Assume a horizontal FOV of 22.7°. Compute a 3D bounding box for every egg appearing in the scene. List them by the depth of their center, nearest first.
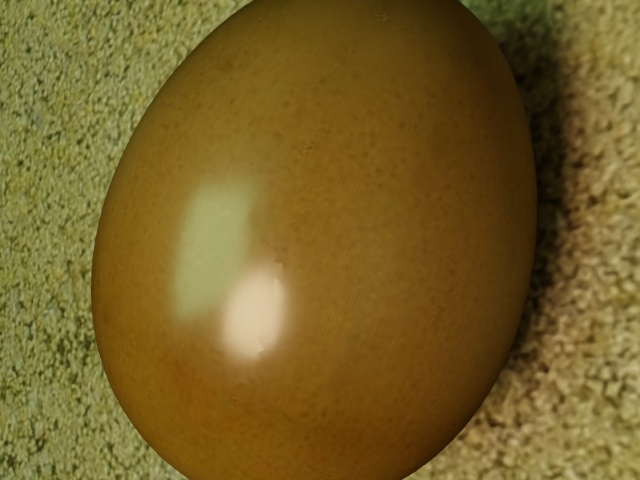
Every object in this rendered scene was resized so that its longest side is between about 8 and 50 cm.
[{"bbox_3d":[0.000,0.000,0.922,0.250,0.250,0.322,40,114,49],"label":"egg"}]
